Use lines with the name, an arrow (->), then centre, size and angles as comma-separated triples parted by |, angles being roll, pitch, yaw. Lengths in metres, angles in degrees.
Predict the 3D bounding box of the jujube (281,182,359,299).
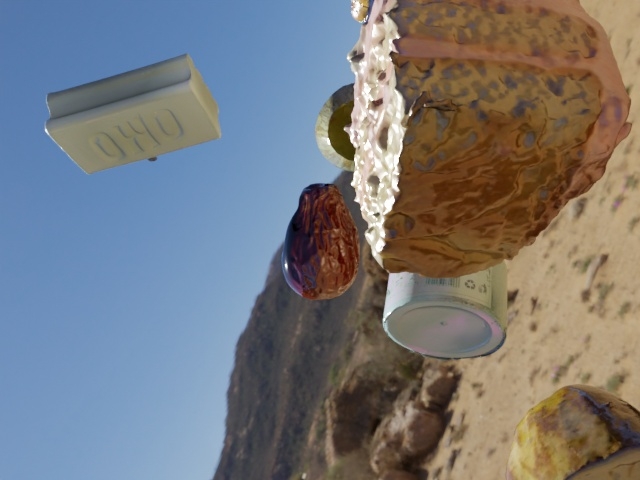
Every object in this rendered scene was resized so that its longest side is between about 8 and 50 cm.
jujube -> 0.000, 0.000, 1.363 | 0.168, 0.168, 0.236 | -57, -32, -65

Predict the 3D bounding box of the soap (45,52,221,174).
soap -> -0.327, -0.219, 1.232 | 0.160, 0.265, 0.088 | 65, -167, -61

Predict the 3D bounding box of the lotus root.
lotus root -> 0.351, 0.334, 0.854 | 0.250, 0.316, 0.316 | -96, 24, -72

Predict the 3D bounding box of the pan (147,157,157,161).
pan -> -0.427, -0.224, 1.615 | 0.235, 0.136, 0.028 | 72, -172, -83

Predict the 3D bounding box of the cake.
cake -> 0.187, -0.156, 0.888 | 0.314, 0.293, 0.307 | 104, 165, -51

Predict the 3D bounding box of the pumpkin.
pumpkin -> 0.096, -0.247, 1.584 | 0.110, 0.217, 0.217 | -100, 26, -66

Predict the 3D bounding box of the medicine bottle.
medicine bottle -> 0.266, 0.065, 1.428 | 0.245, 0.245, 0.290 | 101, -178, -56

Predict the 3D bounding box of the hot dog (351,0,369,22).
hot dog -> 0.101, -0.547, 1.382 | 0.253, 0.069, 0.131 | 103, 159, -56
